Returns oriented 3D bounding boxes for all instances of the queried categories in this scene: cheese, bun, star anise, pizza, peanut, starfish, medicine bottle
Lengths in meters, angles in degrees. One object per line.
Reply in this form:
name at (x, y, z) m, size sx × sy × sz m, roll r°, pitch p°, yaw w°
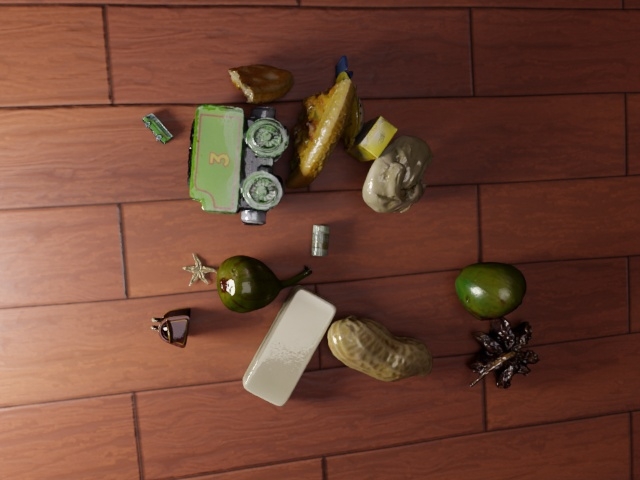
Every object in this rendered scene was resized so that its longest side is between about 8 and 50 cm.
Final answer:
cheese at (0.070, -0.365, 1.575) m, size 0.064 × 0.156 × 0.250 m, roll -3°, pitch 80°, yaw -20°
bun at (0.219, -0.164, 1.585) m, size 0.237 × 0.210 × 0.116 m, roll -45°, pitch 59°, yaw -10°
star anise at (0.540, 0.328, 1.728) m, size 0.190 × 0.126 × 0.220 m, roll 6°, pitch 89°, yaw -16°
pizza at (-0.168, -0.406, 1.540) m, size 0.161 × 0.182 × 0.062 m, roll 26°, pitch 131°, yaw 5°
peanut at (0.168, 0.302, 1.641) m, size 0.325 × 0.140 × 0.153 m, roll 18°, pitch 47°, yaw -19°
starfish at (-0.320, 0.077, 1.584) m, size 0.092 × 0.016 × 0.086 m, roll 1°, pitch 95°, yaw -7°
medicine bottle at (0.000, 0.000, 1.629) m, size 0.047 × 0.047 × 0.083 m, roll 4°, pitch 93°, yaw -12°
pizza at (-0.005, -0.260, 1.499) m, size 0.087 × 0.268 × 0.258 m, roll 13°, pitch 87°, yaw -21°

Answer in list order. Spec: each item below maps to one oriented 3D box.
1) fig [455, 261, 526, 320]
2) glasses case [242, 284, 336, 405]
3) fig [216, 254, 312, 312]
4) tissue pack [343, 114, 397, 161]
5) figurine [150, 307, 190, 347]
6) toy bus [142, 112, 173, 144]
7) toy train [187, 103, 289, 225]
fig at (0.477, 0.138, 1.681) m, size 0.191 × 0.181 × 0.181 m, roll 28°, pitch 87°, yaw 10°
glasses case at (-0.084, 0.283, 1.617) m, size 0.131 × 0.070 × 0.313 m, roll 29°, pitch 87°, yaw -12°
fig at (-0.151, 0.115, 1.589) m, size 0.259 × 0.151 × 0.151 m, roll 1°, pitch 94°, yaw -39°
tissue pack at (0.131, -0.265, 1.574) m, size 0.062 × 0.176 × 0.095 m, roll 36°, pitch 86°, yaw -12°
figurine at (-0.381, 0.216, 1.509) m, size 0.098 × 0.154 × 0.082 m, roll 11°, pitch 92°, yaw -9°
toy bus at (-0.421, -0.288, 1.532) m, size 0.037 × 0.031 × 0.083 m, roll -43°, pitch 101°, yaw -14°
toy train at (-0.210, -0.193, 1.515) m, size 0.248 × 0.173 × 0.307 m, roll 4°, pitch 93°, yaw -6°
